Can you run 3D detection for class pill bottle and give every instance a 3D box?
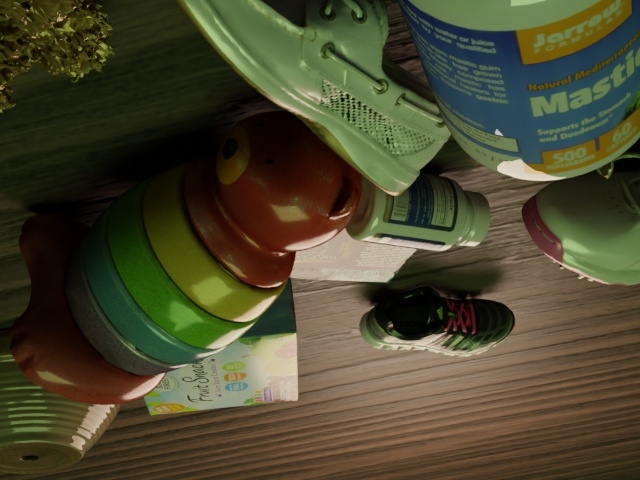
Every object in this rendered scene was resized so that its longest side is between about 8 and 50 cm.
[{"bbox_3d":[0.117,-0.158,0.653,0.152,0.152,0.272,-13,153,12],"label":"pill bottle"},{"bbox_3d":[0.085,-0.026,0.999,0.120,0.067,0.067,8,150,-26],"label":"pill bottle"}]

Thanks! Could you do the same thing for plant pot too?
[{"bbox_3d":[-0.326,0.193,1.289,0.237,0.110,0.237,-6,153,-3],"label":"plant pot"}]

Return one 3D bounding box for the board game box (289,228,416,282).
[{"bbox_3d":[0.000,0.000,1.075,0.186,0.026,0.126,3,152,-19],"label":"board game box"}]

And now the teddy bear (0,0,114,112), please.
[{"bbox_3d":[-0.228,-0.147,0.672,0.245,0.113,0.338,10,157,-17],"label":"teddy bear"}]

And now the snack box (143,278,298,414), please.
[{"bbox_3d":[-0.113,0.119,1.233,0.174,0.070,0.207,-5,152,-4],"label":"snack box"}]

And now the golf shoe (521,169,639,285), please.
[{"bbox_3d":[0.322,-0.036,1.012,0.306,0.115,0.140,0,143,-27],"label":"golf shoe"}]

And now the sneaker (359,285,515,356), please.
[{"bbox_3d":[0.130,0.086,1.231,0.170,0.063,0.075,1,159,-5],"label":"sneaker"}]

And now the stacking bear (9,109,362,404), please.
[{"bbox_3d":[-0.092,0.000,0.920,0.289,0.175,0.164,-34,133,28],"label":"stacking bear"}]

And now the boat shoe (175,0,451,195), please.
[{"bbox_3d":[0.000,-0.133,0.757,0.096,0.098,0.277,-43,137,13],"label":"boat shoe"}]

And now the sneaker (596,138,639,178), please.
[{"bbox_3d":[0.302,-0.087,0.923,0.188,0.071,0.066,-8,153,3],"label":"sneaker"}]
